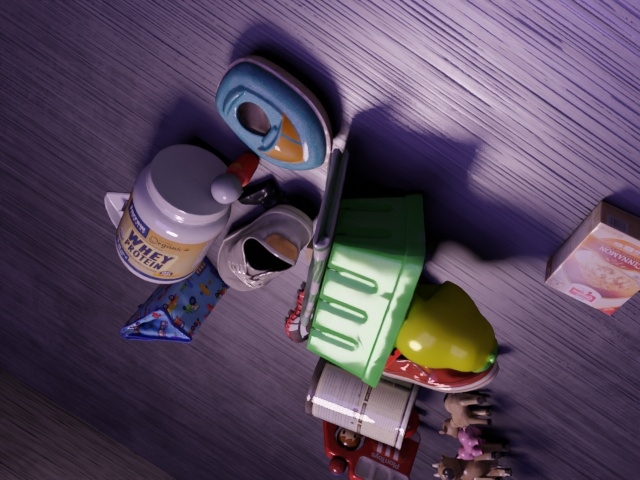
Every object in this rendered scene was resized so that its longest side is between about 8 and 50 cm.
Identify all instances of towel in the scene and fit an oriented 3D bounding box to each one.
[{"bbox_3d":[0.000,0.000,1.146,0.038,0.248,0.325,12,147,-2],"label":"towel"}]

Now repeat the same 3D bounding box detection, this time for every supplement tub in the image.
[{"bbox_3d":[-0.349,-0.058,1.336,0.228,0.228,0.316,36,138,-6],"label":"supplement tub"}]

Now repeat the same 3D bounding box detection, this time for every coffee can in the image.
[{"bbox_3d":[0.120,0.432,1.546,0.275,0.202,0.202,17,136,15],"label":"coffee can"}]

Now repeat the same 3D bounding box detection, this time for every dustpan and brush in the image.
[{"bbox_3d":[-0.534,-0.032,1.588,0.147,0.060,0.211,6,132,25],"label":"dustpan and brush"}]

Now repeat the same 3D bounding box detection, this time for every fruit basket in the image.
[{"bbox_3d":[0.177,0.121,1.136,0.391,0.283,0.392,4,125,6],"label":"fruit basket"}]

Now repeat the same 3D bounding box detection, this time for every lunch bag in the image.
[{"bbox_3d":[-0.450,0.183,1.623,0.293,0.221,0.138,-14,122,38],"label":"lunch bag"}]

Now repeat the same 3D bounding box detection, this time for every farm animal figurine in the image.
[{"bbox_3d":[0.404,0.597,1.536,0.172,0.331,0.326,-10,152,33],"label":"farm animal figurine"}]

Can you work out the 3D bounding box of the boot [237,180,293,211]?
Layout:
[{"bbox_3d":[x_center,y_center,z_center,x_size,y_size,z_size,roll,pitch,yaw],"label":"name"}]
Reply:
[{"bbox_3d":[-0.129,-0.085,1.324,0.121,0.045,0.099,-15,127,41],"label":"boot"}]

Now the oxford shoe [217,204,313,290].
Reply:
[{"bbox_3d":[-0.166,0.051,1.386,0.169,0.130,0.449,33,148,-15],"label":"oxford shoe"}]

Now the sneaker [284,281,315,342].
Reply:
[{"bbox_3d":[-0.015,0.212,1.473,0.135,0.097,0.276,48,141,21],"label":"sneaker"}]

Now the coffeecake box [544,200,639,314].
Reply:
[{"bbox_3d":[0.533,0.037,1.039,0.142,0.068,0.186,26,138,5],"label":"coffeecake box"}]

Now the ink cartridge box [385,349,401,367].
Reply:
[{"bbox_3d":[0.129,0.227,1.403,0.179,0.045,0.145,60,144,23],"label":"ink cartridge box"}]

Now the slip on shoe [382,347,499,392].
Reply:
[{"bbox_3d":[0.278,0.301,1.403,0.331,0.123,0.101,3,127,34],"label":"slip on shoe"}]

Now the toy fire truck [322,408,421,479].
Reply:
[{"bbox_3d":[0.144,0.600,1.651,0.302,0.254,0.169,22,137,10],"label":"toy fire truck"}]

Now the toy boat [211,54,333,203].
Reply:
[{"bbox_3d":[-0.124,-0.197,1.135,0.267,0.148,0.318,37,137,-7],"label":"toy boat"}]

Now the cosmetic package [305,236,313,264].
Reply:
[{"bbox_3d":[0.023,0.041,1.354,0.115,0.041,0.060,18,136,14],"label":"cosmetic package"}]

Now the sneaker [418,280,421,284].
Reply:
[{"bbox_3d":[0.271,0.166,1.314,0.090,0.081,0.232,-26,109,15],"label":"sneaker"}]
